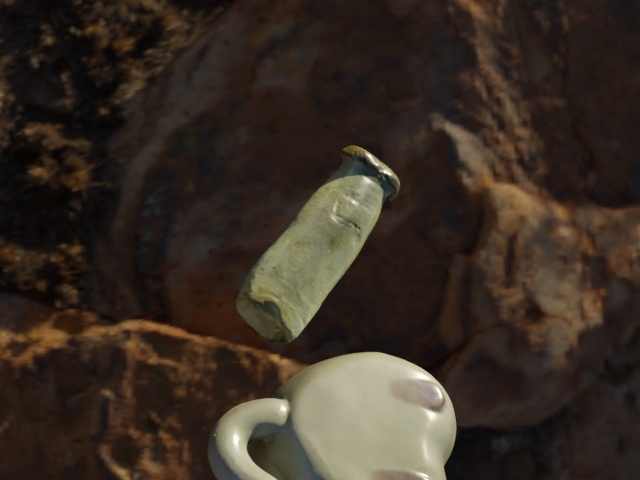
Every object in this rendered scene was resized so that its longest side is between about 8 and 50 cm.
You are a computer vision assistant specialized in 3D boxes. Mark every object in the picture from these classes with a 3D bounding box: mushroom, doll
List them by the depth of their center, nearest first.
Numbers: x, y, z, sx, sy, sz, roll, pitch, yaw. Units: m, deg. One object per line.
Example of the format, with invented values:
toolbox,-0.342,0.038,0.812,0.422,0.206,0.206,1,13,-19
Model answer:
doll,0.027,0.266,1.337,0.370,0.226,0.215,82,3,-50
mushroom,0.000,0.000,1.731,0.100,0.081,0.312,40,56,-6
